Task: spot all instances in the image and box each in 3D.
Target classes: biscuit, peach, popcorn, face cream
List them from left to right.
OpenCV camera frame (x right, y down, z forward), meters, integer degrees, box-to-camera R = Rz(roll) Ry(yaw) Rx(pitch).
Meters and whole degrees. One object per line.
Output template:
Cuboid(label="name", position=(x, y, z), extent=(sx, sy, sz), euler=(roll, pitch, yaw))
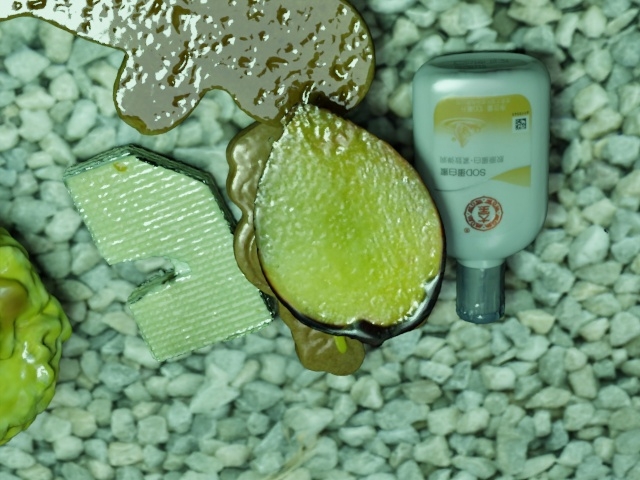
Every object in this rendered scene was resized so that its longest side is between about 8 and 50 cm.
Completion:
Cuboid(label="popcorn", position=(-0.393, 0.099, 1.984), extent=(0.224, 0.270, 0.258), euler=(-2, 152, 30))
Cuboid(label="biscuit", position=(-0.160, 0.007, 2.038), extent=(0.147, 0.046, 0.250), euler=(-22, 115, 11))
Cuboid(label="biscuit", position=(-0.144, -0.247, 1.902), extent=(0.432, 0.064, 0.283), euler=(25, 105, -13))
Cuboid(label="biscuit", position=(0.001, 0.001, 2.015), extent=(0.186, 0.044, 0.295), euler=(-37, 113, -4))
Cuboid(label="peach", position=(0.020, -0.023, 1.953), extent=(0.189, 0.068, 0.279), euler=(-21, 111, -5))
Cuboid(label="face cream", position=(0.165, -0.051, 1.995), extent=(0.144, 0.071, 0.291), euler=(0, 117, 0))
